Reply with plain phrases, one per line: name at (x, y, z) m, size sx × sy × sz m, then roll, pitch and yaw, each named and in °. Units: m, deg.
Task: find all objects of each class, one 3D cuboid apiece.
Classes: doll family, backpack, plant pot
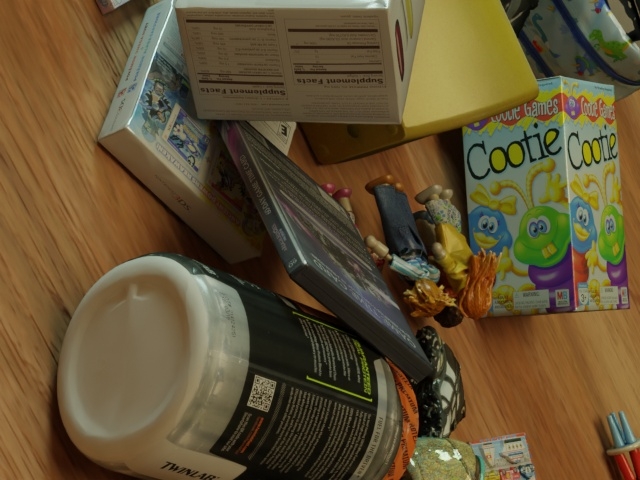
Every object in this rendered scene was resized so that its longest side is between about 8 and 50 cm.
doll family at (0.110, 0.015, 1.905) m, size 0.263 × 0.118 × 0.163 m, roll 14°, pitch 51°, yaw -48°
backpack at (0.345, -0.357, 2.335) m, size 0.355 × 0.273 × 0.290 m, roll 48°, pitch 34°, yaw 4°
plant pot at (0.072, -0.193, 1.918) m, size 0.187 × 0.212 × 0.212 m, roll -35°, pitch 104°, yaw -41°

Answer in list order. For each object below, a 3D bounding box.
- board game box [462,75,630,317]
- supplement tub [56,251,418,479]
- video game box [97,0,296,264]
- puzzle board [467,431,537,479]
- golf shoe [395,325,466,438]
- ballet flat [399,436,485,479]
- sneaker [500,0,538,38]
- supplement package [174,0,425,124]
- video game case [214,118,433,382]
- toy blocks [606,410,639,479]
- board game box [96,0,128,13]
board game box at (0.272, -0.048, 2.117) m, size 0.144 × 0.142 × 0.275 m, roll 0°, pitch 85°, yaw -54°
supplement tub at (-0.064, 0.140, 1.574) m, size 0.316 × 0.194 × 0.193 m, roll 24°, pitch 56°, yaw -45°
video game box at (-0.117, -0.108, 1.743) m, size 0.205 × 0.048 × 0.187 m, roll 45°, pitch 40°, yaw -32°
puzzle board at (0.219, 0.276, 2.051) m, size 0.128 × 0.011 × 0.096 m, roll 0°, pitch 75°, yaw -54°
golf shoe at (0.126, 0.193, 1.908) m, size 0.094 × 0.077 × 0.198 m, roll 37°, pitch 49°, yaw -39°
ballet flat at (0.089, 0.366, 1.748) m, size 0.123 × 0.123 × 0.348 m, roll 23°, pitch 67°, yaw -47°
sneaker at (0.205, -0.277, 2.155) m, size 0.283 × 0.107 × 0.124 m, roll -37°, pitch 126°, yaw -20°
supplement package at (-0.008, -0.253, 1.713) m, size 0.145 × 0.204 × 0.262 m, roll 81°, pitch 16°, yaw -46°
video game case at (0.000, 0.000, 1.672) m, size 0.196 × 0.026 × 0.274 m, roll 41°, pitch 15°, yaw -37°
toy blocks at (0.421, 0.285, 2.282) m, size 0.123 × 0.054 × 0.148 m, roll -19°, pitch 90°, yaw -54°
board game box at (-0.205, -0.279, 1.726) m, size 0.090 × 0.020 × 0.090 m, roll -43°, pitch 109°, yaw -51°
